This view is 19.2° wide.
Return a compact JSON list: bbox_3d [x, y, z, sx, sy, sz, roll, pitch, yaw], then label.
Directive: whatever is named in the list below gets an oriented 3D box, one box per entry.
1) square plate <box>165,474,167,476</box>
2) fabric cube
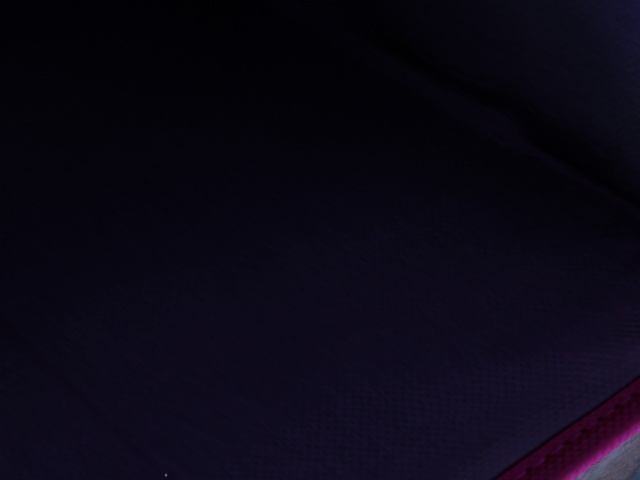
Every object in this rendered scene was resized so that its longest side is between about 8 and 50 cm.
[{"bbox_3d":[-0.201,0.328,1.255,0.347,0.049,0.344,-33,137,-19],"label":"square plate"},{"bbox_3d":[-0.085,-0.083,0.315,0.259,0.258,0.254,-31,139,-29],"label":"fabric cube"}]
